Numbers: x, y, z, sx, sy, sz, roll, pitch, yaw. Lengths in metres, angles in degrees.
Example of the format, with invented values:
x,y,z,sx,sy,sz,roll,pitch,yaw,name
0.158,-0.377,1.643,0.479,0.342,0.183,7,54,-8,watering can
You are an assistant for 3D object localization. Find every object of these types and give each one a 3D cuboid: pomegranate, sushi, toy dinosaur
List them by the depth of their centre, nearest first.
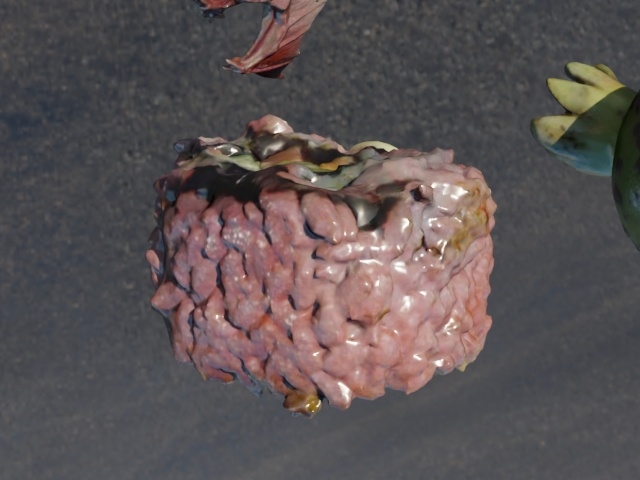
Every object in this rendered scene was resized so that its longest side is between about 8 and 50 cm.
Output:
x,y,z,sx,sy,sz,roll,pitch,yaw,name
-0.029,-0.146,0.644,0.108,0.032,0.220,-25,159,-6,toy dinosaur
0.000,0.000,0.871,0.236,0.270,0.170,-30,124,-46,sushi
0.321,-0.077,0.948,0.306,0.242,0.242,31,155,17,pomegranate
